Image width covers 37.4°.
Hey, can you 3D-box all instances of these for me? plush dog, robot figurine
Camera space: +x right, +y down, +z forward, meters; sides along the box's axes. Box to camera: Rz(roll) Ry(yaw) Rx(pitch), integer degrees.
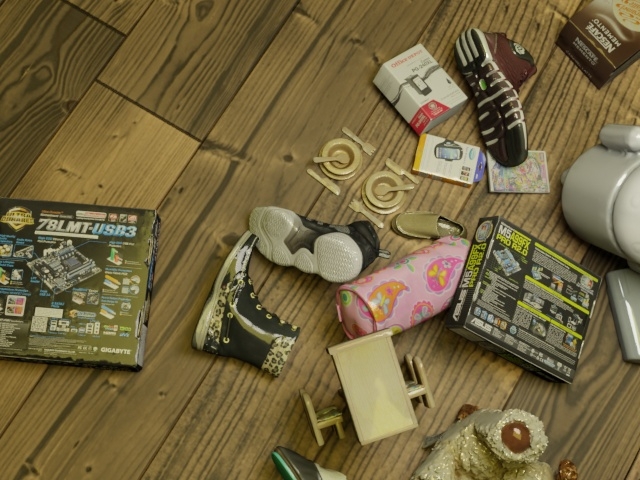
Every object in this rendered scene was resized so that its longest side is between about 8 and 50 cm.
[{"bbox_3d":[0.312,0.408,1.634,0.262,0.210,0.225,-38,94,15],"label":"plush dog"},{"bbox_3d":[0.564,-0.066,1.672,0.199,0.353,0.300,-26,109,-8],"label":"robot figurine"}]

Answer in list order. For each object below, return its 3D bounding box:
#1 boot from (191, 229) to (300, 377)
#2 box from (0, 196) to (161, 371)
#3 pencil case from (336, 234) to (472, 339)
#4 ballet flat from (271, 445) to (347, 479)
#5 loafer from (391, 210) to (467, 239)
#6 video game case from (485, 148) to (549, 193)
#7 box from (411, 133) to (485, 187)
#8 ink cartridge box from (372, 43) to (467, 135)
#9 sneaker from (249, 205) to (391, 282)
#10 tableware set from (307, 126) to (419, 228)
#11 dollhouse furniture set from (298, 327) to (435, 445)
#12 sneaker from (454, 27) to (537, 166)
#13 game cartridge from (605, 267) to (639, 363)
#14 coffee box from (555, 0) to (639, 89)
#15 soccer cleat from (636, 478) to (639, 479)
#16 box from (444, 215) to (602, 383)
[{"bbox_3d":[-0.113,0.118,1.718,0.178,0.085,0.236,23,80,1],"label":"boot"},{"bbox_3d":[-0.454,0.078,1.714,0.295,0.073,0.293,4,73,-2],"label":"box"},{"bbox_3d":[0.162,0.085,1.685,0.284,0.124,0.124,-25,76,-32],"label":"pencil case"},{"bbox_3d":[0.016,0.465,1.630,0.096,0.095,0.281,-26,88,-20],"label":"ballet flat"},{"bbox_3d":[0.209,-0.029,1.794,0.148,0.050,0.056,7,74,-2],"label":"loafer"},{"bbox_3d":[0.385,-0.135,1.846,0.122,0.011,0.087,1,74,-11],"label":"video game case"},{"bbox_3d":[0.251,-0.154,1.845,0.136,0.028,0.081,15,74,-1],"label":"box"},{"bbox_3d":[0.194,-0.297,1.850,0.109,0.063,0.150,-33,78,-29],"label":"ink cartridge box"},{"bbox_3d":[0.000,0.000,1.750,0.268,0.153,0.101,23,111,35],"label":"sneaker"},{"bbox_3d":[0.081,-0.128,1.820,0.194,0.039,0.128,37,76,7],"label":"tableware set"},{"bbox_3d":[0.073,0.238,1.608,0.212,0.242,0.161,-17,89,-7],"label":"dollhouse furniture set"},{"bbox_3d":[0.379,-0.289,1.844,0.162,0.106,0.281,-15,85,-36],"label":"sneaker"},{"bbox_3d":[0.701,0.134,1.777,0.297,0.062,0.198,-8,71,-6],"label":"game cartridge"},{"bbox_3d":[0.619,-0.440,1.909,0.246,0.098,0.141,-39,80,-13],"label":"coffee box"},{"bbox_3d":[0.526,0.475,1.615,0.289,0.093,0.121,-27,56,6],"label":"soccer cleat"},{"bbox_3d":[0.370,0.110,1.701,0.270,0.060,0.216,28,72,-25],"label":"box"}]
